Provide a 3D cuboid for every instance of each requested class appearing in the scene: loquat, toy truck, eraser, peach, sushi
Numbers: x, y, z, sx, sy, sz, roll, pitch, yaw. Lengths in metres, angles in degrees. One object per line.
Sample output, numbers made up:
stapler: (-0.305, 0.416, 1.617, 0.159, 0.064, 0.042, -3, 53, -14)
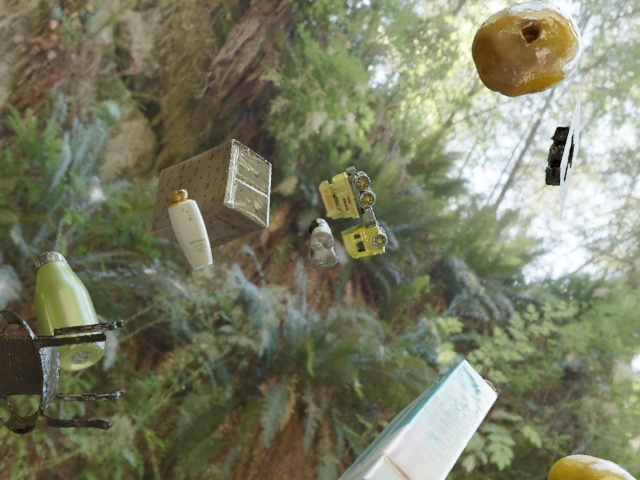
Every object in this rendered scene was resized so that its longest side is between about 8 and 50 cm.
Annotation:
loquat: (0.431, -0.403, 1.625, 0.238, 0.238, 0.193, -36, -113, 57)
toy truck: (0.098, -0.080, 2.339, 0.124, 0.157, 0.272, -92, 164, -79)
eraser: (0.068, 0.175, 0.619, 0.052, 0.225, 0.095, 48, -61, 9)
peach: (0.369, 0.370, 1.028, 0.179, 0.103, 0.179, 48, -30, 41)
sushi: (0.528, -0.189, 1.710, 0.047, 0.220, 0.231, 11, -27, 22)

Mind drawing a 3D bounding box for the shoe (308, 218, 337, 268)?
shoe: (0.000, 0.000, 1.988, 0.071, 0.099, 0.169, -9, -37, -2)

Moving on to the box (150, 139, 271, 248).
box: (-0.314, -0.122, 2.264, 0.297, 0.225, 0.190, -17, -33, 32)

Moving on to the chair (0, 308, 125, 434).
chair: (-0.383, 0.180, 1.078, 0.213, 0.174, 0.149, -1, 5, -1)

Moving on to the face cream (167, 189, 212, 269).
face cream: (-0.296, -0.025, 1.759, 0.051, 0.072, 0.182, -25, -96, 62)

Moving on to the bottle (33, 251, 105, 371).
bottle: (-0.527, 0.137, 1.591, 0.112, 0.112, 0.260, 90, -25, -54)
